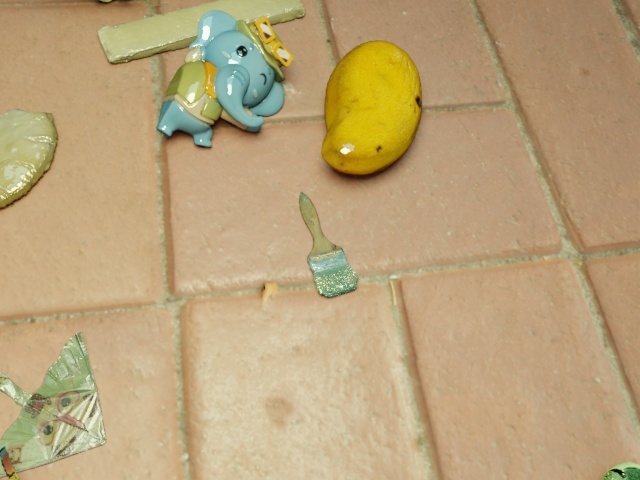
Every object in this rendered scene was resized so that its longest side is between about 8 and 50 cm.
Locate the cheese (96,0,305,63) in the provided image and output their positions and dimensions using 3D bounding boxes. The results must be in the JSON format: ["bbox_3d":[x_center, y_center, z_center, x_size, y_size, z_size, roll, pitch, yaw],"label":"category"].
[{"bbox_3d":[-0.225,-0.427,1.063,0.401,0.034,0.085,-20,69,-14],"label":"cheese"}]

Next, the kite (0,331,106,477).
[{"bbox_3d":[-0.407,0.224,0.755,0.250,0.012,0.229,27,64,8],"label":"kite"}]

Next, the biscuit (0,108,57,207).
[{"bbox_3d":[-0.540,-0.110,0.878,0.141,0.038,0.290,42,68,12],"label":"biscuit"}]

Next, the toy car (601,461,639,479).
[{"bbox_3d":[0.398,0.391,0.741,0.093,0.058,0.186,38,79,11],"label":"toy car"}]

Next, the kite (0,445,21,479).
[{"bbox_3d":[-0.353,0.376,0.632,0.152,0.015,0.285,-47,61,2],"label":"kite"}]

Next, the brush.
[{"bbox_3d":[0.000,0.000,0.898,0.070,0.021,0.196,-15,67,-15],"label":"brush"}]

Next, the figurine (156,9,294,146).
[{"bbox_3d":[-0.161,-0.267,0.951,0.180,0.154,0.261,30,83,-2],"label":"figurine"}]

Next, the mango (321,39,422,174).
[{"bbox_3d":[0.088,-0.227,0.961,0.177,0.120,0.294,20,66,-5],"label":"mango"}]
